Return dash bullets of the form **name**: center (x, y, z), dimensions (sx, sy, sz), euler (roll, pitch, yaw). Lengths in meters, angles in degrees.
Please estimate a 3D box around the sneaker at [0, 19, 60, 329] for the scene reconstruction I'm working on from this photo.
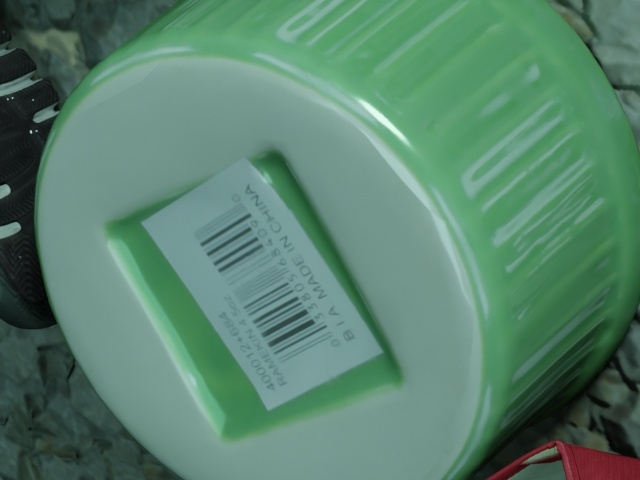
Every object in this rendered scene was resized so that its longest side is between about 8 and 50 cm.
- **sneaker**: center (-0.242, -0.067, 1.127), dimensions (0.162, 0.106, 0.281), euler (-23, 90, 44)

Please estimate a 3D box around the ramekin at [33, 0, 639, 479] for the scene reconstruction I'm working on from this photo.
- **ramekin**: center (0.000, 0.000, 0.960), dimensions (0.303, 0.148, 0.303), euler (15, 122, 26)

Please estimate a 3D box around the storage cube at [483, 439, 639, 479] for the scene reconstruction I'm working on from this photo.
- **storage cube**: center (0.141, 0.229, 0.919), dimensions (0.215, 0.193, 0.184), euler (-42, 45, 41)
